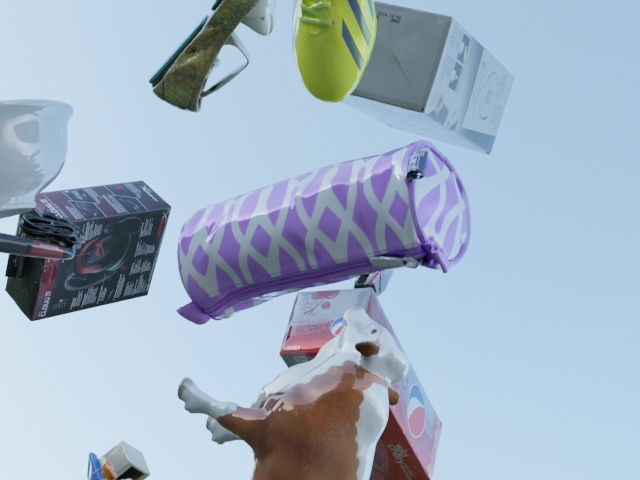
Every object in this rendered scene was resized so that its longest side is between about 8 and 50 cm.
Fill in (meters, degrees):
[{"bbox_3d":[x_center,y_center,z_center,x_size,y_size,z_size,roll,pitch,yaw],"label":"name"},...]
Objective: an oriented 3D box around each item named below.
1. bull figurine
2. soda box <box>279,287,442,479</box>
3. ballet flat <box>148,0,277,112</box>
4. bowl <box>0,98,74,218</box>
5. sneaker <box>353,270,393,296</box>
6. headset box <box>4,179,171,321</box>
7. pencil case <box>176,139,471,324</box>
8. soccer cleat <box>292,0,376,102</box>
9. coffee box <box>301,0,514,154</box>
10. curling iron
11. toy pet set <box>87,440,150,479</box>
[{"bbox_3d":[-0.028,0.205,0.805,0.188,0.310,0.101,3,-11,24],"label":"bull figurine"},{"bbox_3d":[0.050,0.166,1.026,0.092,0.083,0.263,-6,-45,24],"label":"soda box"},{"bbox_3d":[-0.142,-0.341,1.506,0.123,0.123,0.348,35,-62,-16],"label":"ballet flat"},{"bbox_3d":[-0.478,-0.095,1.295,0.298,0.298,0.134,-11,-88,28],"label":"bowl"},{"bbox_3d":[0.074,0.008,1.365,0.077,0.178,0.072,14,-43,14],"label":"sneaker"},{"bbox_3d":[-0.448,0.017,1.765,0.110,0.293,0.218,39,-56,32],"label":"headset box"},{"bbox_3d":[0.000,0.000,0.619,0.206,0.088,0.086,-15,-35,34],"label":"pencil case"},{"bbox_3d":[0.010,-0.281,0.917,0.093,0.121,0.289,12,-78,19],"label":"soccer cleat"},{"bbox_3d":[0.124,-0.208,1.216,0.168,0.118,0.297,18,4,26],"label":"coffee box"},{"bbox_3d":[-0.381,-0.009,0.992,0.274,0.068,0.035,3,-60,-41],"label":"curling iron"},{"bbox_3d":[-0.220,0.275,1.014,0.065,0.114,0.122,-38,-46,2],"label":"toy pet set"}]
